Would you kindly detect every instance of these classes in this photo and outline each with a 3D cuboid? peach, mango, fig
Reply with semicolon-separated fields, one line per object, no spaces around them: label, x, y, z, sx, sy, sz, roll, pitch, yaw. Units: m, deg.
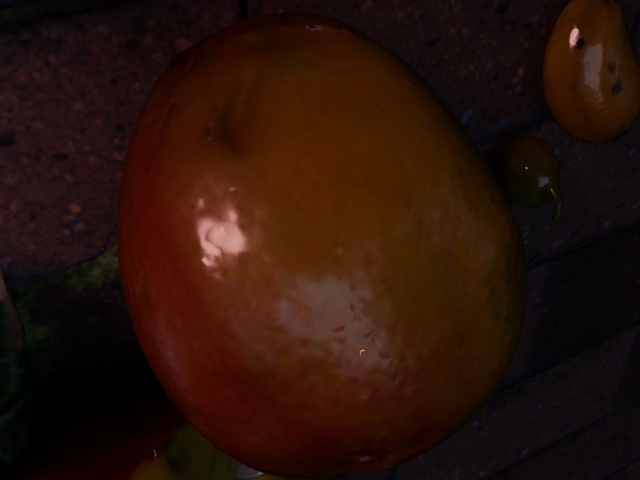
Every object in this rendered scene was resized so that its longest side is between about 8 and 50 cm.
peach;-0.001;0.000;0.660;0.373;0.290;0.372;2;87;-37
peach;-0.184;0.312;0.826;0.242;0.306;0.380;-8;162;28
mango;0.296;-0.181;0.908;0.115;0.090;0.178;-46;135;-10
fig;0.245;-0.073;0.952;0.082;0.098;0.084;-1;113;-34

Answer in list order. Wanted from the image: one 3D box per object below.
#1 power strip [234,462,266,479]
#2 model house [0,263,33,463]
power strip;-0.059;0.114;0.820;0.167;0.054;0.253;-35;102;-43
model house;-0.374;0.167;0.594;0.298;0.243;0.284;-5;129;-32
